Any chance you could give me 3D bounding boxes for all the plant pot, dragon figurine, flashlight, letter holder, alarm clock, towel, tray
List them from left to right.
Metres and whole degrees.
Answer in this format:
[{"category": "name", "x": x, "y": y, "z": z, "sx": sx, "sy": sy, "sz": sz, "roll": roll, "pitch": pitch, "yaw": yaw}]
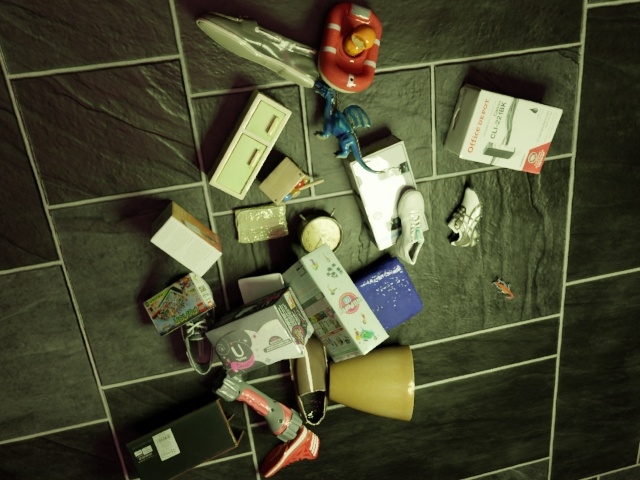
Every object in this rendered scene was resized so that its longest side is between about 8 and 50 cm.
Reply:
[{"category": "letter holder", "x": -0.411, "y": 0.618, "z": 1.851, "sx": 0.301, "sy": 0.214, "sz": 0.152, "roll": -26, "pitch": 84, "yaw": -3}, {"category": "flashlight", "x": -0.200, "y": 0.519, "z": 1.853, "sx": 0.304, "sy": 0.103, "sz": 0.103, "roll": 38, "pitch": 72, "yaw": -22}, {"category": "towel", "x": -0.167, "y": -0.049, "z": 1.689, "sx": 0.148, "sy": 0.027, "sz": 0.110, "roll": -10, "pitch": 115, "yaw": -10}, {"category": "tray", "x": -0.142, "y": 0.227, "z": 1.762, "sx": 0.145, "sy": 0.030, "sz": 0.270, "roll": -10, "pitch": 104, "yaw": 22}, {"category": "alarm clock", "x": 0.000, "y": 0.000, "z": 1.730, "sx": 0.129, "sy": 0.064, "sz": 0.192, "roll": -10, "pitch": 111, "yaw": -10}, {"category": "dragon figurine", "x": 0.071, "y": -0.299, "z": 1.553, "sx": 0.085, "sy": 0.289, "sz": 0.144, "roll": -27, "pitch": 158, "yaw": -38}, {"category": "towel", "x": 0.149, "y": 0.201, "z": 1.849, "sx": 0.308, "sy": 0.076, "sz": 0.228, "roll": -29, "pitch": 119, "yaw": 1}, {"category": "plant pot", "x": 0.154, "y": 0.450, "z": 1.880, "sx": 0.254, "sy": 0.237, "sz": 0.237, "roll": 1, "pitch": 112, "yaw": -1}]

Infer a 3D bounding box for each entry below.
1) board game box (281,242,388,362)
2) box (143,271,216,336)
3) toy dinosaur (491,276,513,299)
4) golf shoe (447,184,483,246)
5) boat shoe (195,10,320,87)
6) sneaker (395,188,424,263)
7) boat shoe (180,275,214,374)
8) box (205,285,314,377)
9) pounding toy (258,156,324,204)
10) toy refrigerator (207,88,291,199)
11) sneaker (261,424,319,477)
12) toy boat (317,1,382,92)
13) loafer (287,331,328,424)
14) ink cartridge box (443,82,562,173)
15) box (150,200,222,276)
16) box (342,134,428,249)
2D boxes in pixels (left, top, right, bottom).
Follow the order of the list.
[{"category": "board game box", "x": 0.028, "y": 0.182, "z": 1.657, "sx": 0.097, "sy": 0.224, "sz": 0.303, "roll": -32, "pitch": 86, "yaw": -25}, {"category": "box", "x": -0.395, "y": 0.178, "z": 1.647, "sx": 0.207, "sy": 0.036, "sz": 0.114, "roll": -31, "pitch": 88, "yaw": 29}, {"category": "toy dinosaur", "x": 0.604, "y": 0.164, "z": 1.948, "sx": 0.082, "sy": 0.090, "sz": 0.047, "roll": 47, "pitch": 113, "yaw": 6}, {"category": "golf shoe", "x": 0.438, "y": -0.069, "z": 1.804, "sx": 0.093, "sy": 0.077, "sz": 0.198, "roll": -7, "pitch": 112, "yaw": -11}, {"category": "boat shoe", "x": -0.144, "y": -0.497, "z": 1.476, "sx": 0.335, "sy": 0.112, "sz": 0.096, "roll": 23, "pitch": 87, "yaw": -27}, {"category": "sneaker", "x": 0.265, "y": -0.035, "z": 1.668, "sx": 0.080, "sy": 0.094, "sz": 0.212, "roll": -4, "pitch": 112, "yaw": -11}, {"category": "boat shoe", "x": -0.359, "y": 0.251, "z": 1.722, "sx": 0.108, "sy": 0.102, "sz": 0.301, "roll": -4, "pitch": 113, "yaw": -12}, {"category": "box", "x": -0.172, "y": 0.263, "z": 1.687, "sx": 0.247, "sy": 0.142, "sz": 0.163, "roll": -23, "pitch": 101, "yaw": 23}, {"category": "pounding toy", "x": -0.077, "y": -0.156, "z": 1.618, "sx": 0.100, "sy": 0.141, "sz": 0.130, "roll": 45, "pitch": 97, "yaw": 3}, {"category": "toy refrigerator", "x": -0.190, "y": -0.252, "z": 1.563, "sx": 0.102, "sy": 0.094, "sz": 0.270, "roll": 27, "pitch": 103, "yaw": -22}, {"category": "sneaker", "x": -0.089, "y": 0.736, "z": 1.999, "sx": 0.128, "sy": 0.087, "sz": 0.221, "roll": 39, "pitch": 99, "yaw": -23}, {"category": "toy boat", "x": 0.087, "y": -0.488, "z": 1.472, "sx": 0.151, "sy": 0.151, "sz": 0.231, "roll": 12, "pitch": 85, "yaw": -19}, {"category": "loafer", "x": -0.025, "y": 0.424, "z": 1.860, "sx": 0.133, "sy": 0.130, "sz": 0.366, "roll": -13, "pitch": 114, "yaw": -8}, {"category": "ink cartridge box", "x": 0.520, "y": -0.319, "z": 1.700, "sx": 0.272, "sy": 0.114, "sz": 0.197, "roll": 9, "pitch": 110, "yaw": -16}, {"category": "box", "x": -0.363, "y": -0.006, "z": 1.601, "sx": 0.170, "sy": 0.130, "sz": 0.091, "roll": 40, "pitch": 98, "yaw": -25}, {"category": "box", "x": 0.188, "y": -0.137, "z": 1.707, "sx": 0.169, "sy": 0.087, "sz": 0.290, "roll": -22, "pitch": 115, "yaw": -5}]
